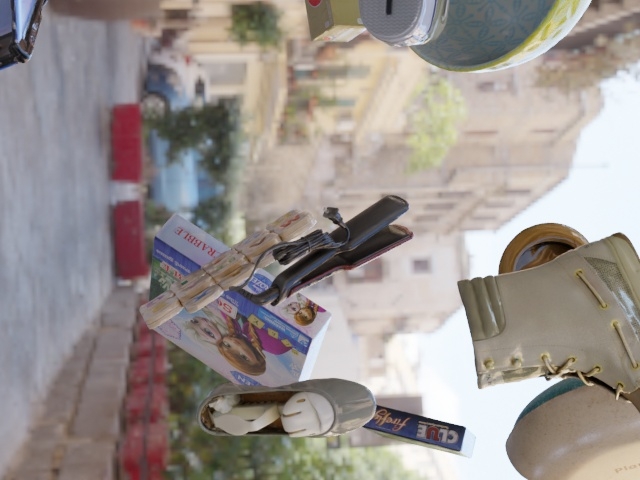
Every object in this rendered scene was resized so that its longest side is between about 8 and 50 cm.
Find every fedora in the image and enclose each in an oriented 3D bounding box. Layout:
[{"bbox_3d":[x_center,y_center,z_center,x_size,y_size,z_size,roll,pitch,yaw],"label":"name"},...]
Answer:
[{"bbox_3d":[0.401,0.059,2.228,0.079,0.194,0.194,164,-76,-77],"label":"fedora"}]

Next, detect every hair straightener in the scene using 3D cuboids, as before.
[{"bbox_3d":[0.000,0.000,1.348,0.047,0.230,0.089,38,-35,49],"label":"hair straightener"}]

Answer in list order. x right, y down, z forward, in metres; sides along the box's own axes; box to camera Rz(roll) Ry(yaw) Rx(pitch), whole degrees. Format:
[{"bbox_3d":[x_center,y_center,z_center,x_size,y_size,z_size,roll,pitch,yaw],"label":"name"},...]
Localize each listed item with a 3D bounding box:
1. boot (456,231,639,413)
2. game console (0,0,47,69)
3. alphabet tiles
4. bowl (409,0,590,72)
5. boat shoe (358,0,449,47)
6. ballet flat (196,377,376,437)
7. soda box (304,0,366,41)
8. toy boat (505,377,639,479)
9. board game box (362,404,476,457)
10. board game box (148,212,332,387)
[{"bbox_3d":[0.214,0.108,1.045,0.077,0.165,0.213,76,-2,-64],"label":"boot"},{"bbox_3d":[-0.506,-0.409,1.919,0.293,0.250,0.173,-88,155,-46],"label":"game console"},{"bbox_3d":[-0.138,0.038,1.815,0.021,0.284,0.278,58,-7,-10],"label":"alphabet tiles"},{"bbox_3d":[0.225,-0.325,1.422,0.289,0.156,0.289,-5,-96,48],"label":"bowl"},{"bbox_3d":[0.095,-0.350,1.283,0.094,0.109,0.302,-6,104,-65],"label":"boat shoe"},{"bbox_3d":[-0.043,0.196,1.390,0.068,0.213,0.072,-38,120,-59],"label":"ballet flat"},{"bbox_3d":[0.012,-0.349,1.586,0.061,0.058,0.181,-22,-105,57],"label":"soda box"},{"bbox_3d":[0.353,0.224,1.443,0.318,0.267,0.148,61,17,-51],"label":"toy boat"},{"bbox_3d":[0.169,0.319,2.070,0.243,0.165,0.042,48,55,-73],"label":"board game box"},{"bbox_3d":[-0.151,0.137,2.146,0.066,0.318,0.318,-51,168,-31],"label":"board game box"}]
